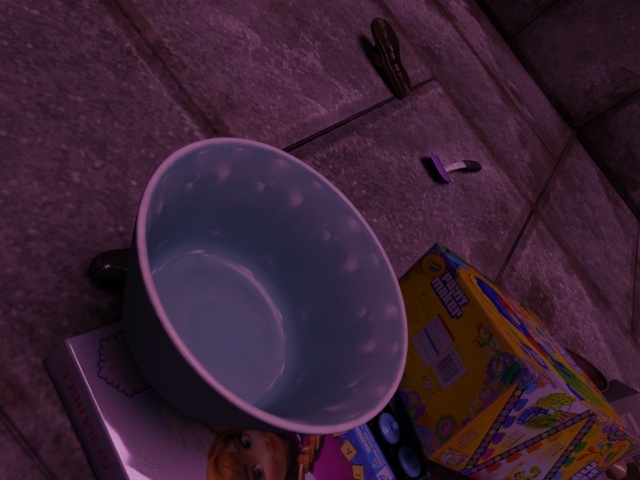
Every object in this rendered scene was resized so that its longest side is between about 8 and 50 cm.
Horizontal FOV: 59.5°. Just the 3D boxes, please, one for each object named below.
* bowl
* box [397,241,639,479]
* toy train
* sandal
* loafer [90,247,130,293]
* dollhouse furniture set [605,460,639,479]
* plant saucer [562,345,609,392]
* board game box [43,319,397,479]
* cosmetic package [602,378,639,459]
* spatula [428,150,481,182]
[{"bbox_3d":[-0.074,0.067,0.584,0.312,0.163,0.311,27,44,-29],"label":"bowl"},{"bbox_3d":[0.256,0.199,0.844,0.279,0.177,0.290,33,19,-29],"label":"box"},{"bbox_3d":[0.091,0.262,0.788,0.105,0.080,0.184,-8,65,-59],"label":"toy train"},{"bbox_3d":[0.172,-0.469,1.453,0.090,0.060,0.219,-25,95,-46],"label":"sandal"},{"bbox_3d":[-0.188,0.031,0.681,0.170,0.061,0.062,5,59,-43],"label":"loafer"},{"bbox_3d":[0.574,0.467,0.904,0.174,0.356,0.303,36,42,-21],"label":"dollhouse furniture set"},{"bbox_3d":[0.496,0.268,1.175,0.199,0.036,0.198,18,18,-6],"label":"plant saucer"},{"bbox_3d":[-0.090,0.213,0.639,0.318,0.066,0.318,-18,75,-51],"label":"board game box"},{"bbox_3d":[0.577,0.353,1.115,0.107,0.127,0.238,67,15,17],"label":"cosmetic package"},{"bbox_3d":[0.356,-0.191,1.446,0.297,0.030,0.084,-10,71,-50],"label":"spatula"}]
